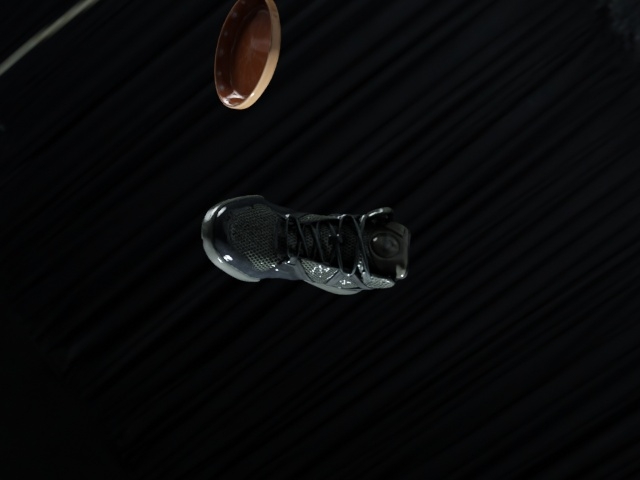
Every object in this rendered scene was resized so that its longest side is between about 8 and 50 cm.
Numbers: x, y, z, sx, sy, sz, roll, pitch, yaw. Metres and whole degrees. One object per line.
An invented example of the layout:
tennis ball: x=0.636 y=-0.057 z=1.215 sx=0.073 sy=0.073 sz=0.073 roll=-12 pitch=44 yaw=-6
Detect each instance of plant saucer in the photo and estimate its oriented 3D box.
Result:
plant saucer: x=-0.051 y=-0.134 z=0.755 sx=0.013 sy=0.083 sz=0.083 roll=9 pitch=-138 yaw=-33

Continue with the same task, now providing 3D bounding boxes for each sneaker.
sneaker: x=0.000 y=0.000 z=1.019 sx=0.227 sy=0.130 sz=0.087 roll=17 pitch=-112 yaw=-42
